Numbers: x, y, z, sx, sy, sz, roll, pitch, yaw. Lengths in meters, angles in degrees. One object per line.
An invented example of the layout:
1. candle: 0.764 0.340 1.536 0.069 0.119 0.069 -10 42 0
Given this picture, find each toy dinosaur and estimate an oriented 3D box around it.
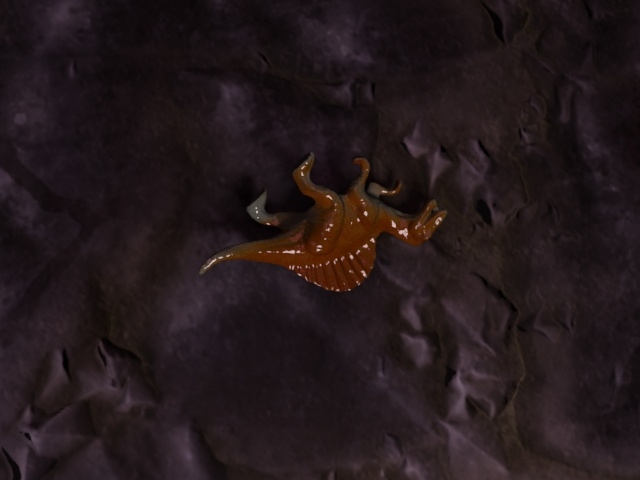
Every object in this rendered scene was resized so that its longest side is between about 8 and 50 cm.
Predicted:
1. toy dinosaur: 0.001 -0.001 1.267 0.212 0.057 0.142 -44 103 -6
